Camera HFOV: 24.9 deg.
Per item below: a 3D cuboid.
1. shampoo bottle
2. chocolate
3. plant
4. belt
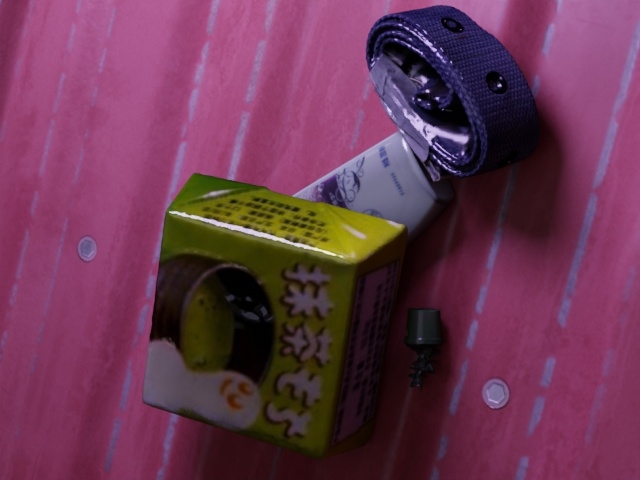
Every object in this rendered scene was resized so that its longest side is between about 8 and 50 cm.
[{"bbox_3d":[0.000,0.000,1.828,0.359,0.078,0.134,-31,81,26],"label":"shampoo bottle"},{"bbox_3d":[-0.067,0.098,1.765,0.288,0.137,0.301,14,111,17],"label":"chocolate"},{"bbox_3d":[0.125,0.134,1.761,0.051,0.051,0.102,3,94,31],"label":"plant"},{"bbox_3d":[0.161,-0.180,1.714,0.230,0.126,0.140,53,140,22],"label":"belt"}]
